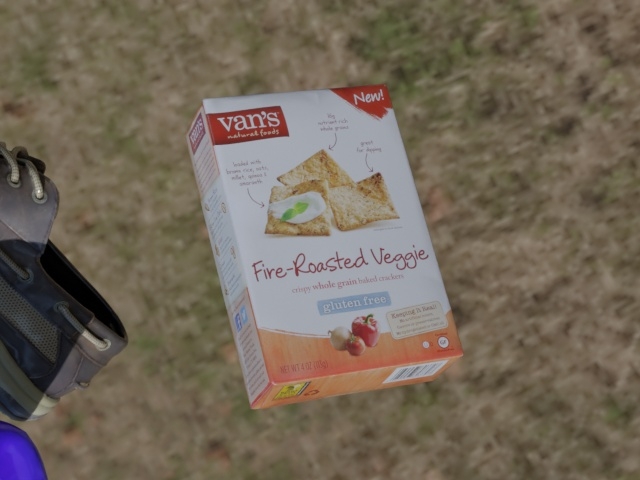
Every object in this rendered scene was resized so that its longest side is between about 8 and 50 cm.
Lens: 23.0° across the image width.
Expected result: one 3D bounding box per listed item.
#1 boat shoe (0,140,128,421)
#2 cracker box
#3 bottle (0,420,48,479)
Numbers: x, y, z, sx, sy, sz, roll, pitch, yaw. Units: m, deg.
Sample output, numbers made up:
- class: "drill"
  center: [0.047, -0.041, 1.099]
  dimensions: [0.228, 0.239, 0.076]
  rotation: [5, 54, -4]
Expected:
- class: "boat shoe"
  center: [-0.260, -0.023, 1.187]
  dimensions: [0.355, 0.130, 0.132]
  rotation: [63, 178, -37]
- class: "cracker box"
  center: [0.000, 0.000, 1.199]
  dimensions: [0.067, 0.155, 0.232]
  rotation: [126, 132, -60]
- class: "bottle"
  center: [-0.274, 0.203, 1.111]
  dimensions: [0.283, 0.092, 0.118]
  rotation: [-31, 66, 57]
